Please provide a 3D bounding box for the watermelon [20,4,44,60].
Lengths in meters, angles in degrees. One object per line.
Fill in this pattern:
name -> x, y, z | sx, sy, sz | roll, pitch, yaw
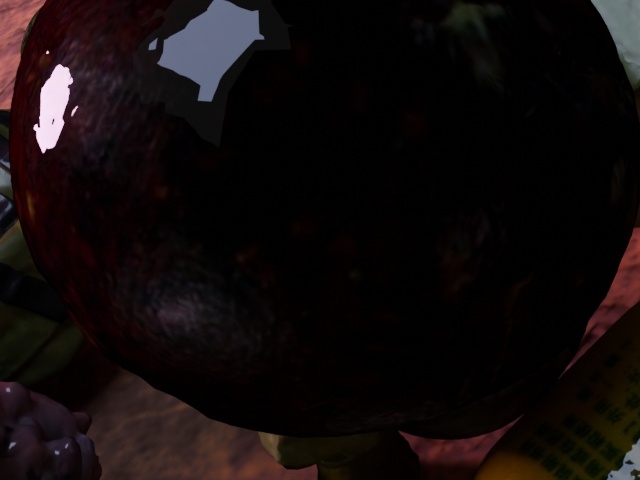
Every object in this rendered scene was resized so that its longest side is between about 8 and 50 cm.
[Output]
watermelon -> -0.147, -0.117, 0.896 | 0.109, 0.109, 0.109 | -19, 42, 18

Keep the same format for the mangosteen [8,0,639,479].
mangosteen -> 0.000, 0.000, 0.530 | 0.231, 0.289, 0.231 | 4, 31, -2

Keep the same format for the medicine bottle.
medicine bottle -> 0.077, 0.130, 0.521 | 0.260, 0.064, 0.095 | -43, 57, -10

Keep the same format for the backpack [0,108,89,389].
backpack -> -0.221, 0.004, 0.795 | 0.253, 0.140, 0.207 | 3, 55, 42

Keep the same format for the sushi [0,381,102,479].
sushi -> -0.187, 0.172, 0.543 | 0.171, 0.236, 0.270 | 11, 64, 19

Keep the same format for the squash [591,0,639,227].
squash -> 0.138, -0.085, 0.630 | 0.170, 0.170, 0.123 | -30, 54, 5
